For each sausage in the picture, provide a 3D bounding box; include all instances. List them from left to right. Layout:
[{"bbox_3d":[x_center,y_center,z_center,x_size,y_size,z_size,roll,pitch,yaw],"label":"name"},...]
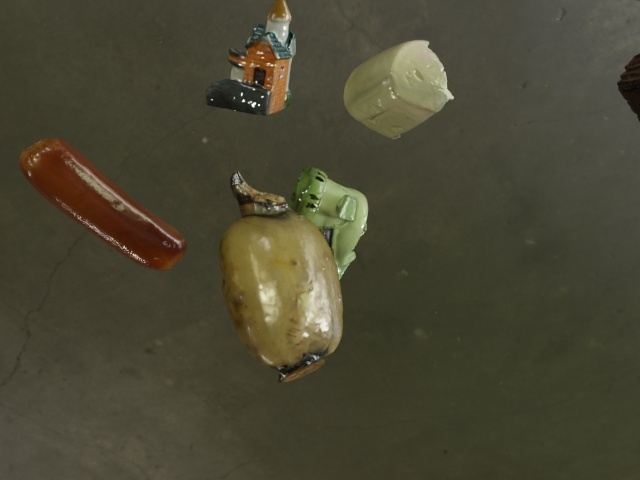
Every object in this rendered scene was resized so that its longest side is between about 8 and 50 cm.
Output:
[{"bbox_3d":[-0.341,-0.046,0.825,0.089,0.083,0.300,-49,121,-6],"label":"sausage"}]

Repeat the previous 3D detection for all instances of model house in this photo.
[{"bbox_3d":[-0.170,-0.503,1.382,0.190,0.271,0.301,18,114,7],"label":"model house"}]

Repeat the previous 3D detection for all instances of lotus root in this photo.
[{"bbox_3d":[-0.043,0.032,0.526,0.118,0.221,0.125,-11,167,-8],"label":"lotus root"}]

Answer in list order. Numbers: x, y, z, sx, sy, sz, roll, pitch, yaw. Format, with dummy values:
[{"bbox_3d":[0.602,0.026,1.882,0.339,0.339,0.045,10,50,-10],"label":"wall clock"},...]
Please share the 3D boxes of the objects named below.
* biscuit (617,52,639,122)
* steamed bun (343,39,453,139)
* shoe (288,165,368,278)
[{"bbox_3d":[0.594,-0.217,0.657,0.107,0.388,0.073,37,78,-28],"label":"biscuit"},{"bbox_3d":[0.183,-0.348,1.145,0.200,0.170,0.225,25,164,-29],"label":"steamed bun"},{"bbox_3d":[-0.007,-0.002,0.741,0.128,0.140,0.262,30,159,8],"label":"shoe"}]
